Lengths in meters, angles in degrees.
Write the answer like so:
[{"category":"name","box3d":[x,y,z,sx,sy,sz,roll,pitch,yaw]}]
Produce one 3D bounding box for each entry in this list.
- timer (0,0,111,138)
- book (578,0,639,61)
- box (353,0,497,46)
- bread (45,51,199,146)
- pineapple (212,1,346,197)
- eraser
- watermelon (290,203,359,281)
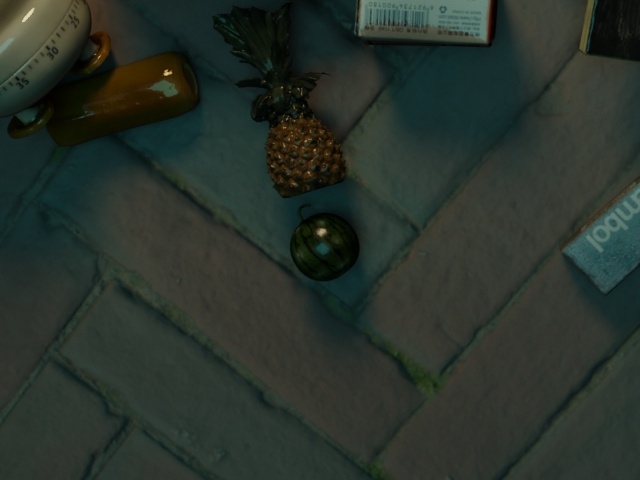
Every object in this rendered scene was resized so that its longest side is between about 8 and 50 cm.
[{"category":"timer","box3d":[-0.441,-0.292,1.723,0.233,0.233,0.240,-34,122,15]},{"category":"book","box3d":[0.535,-0.342,1.590,0.374,0.028,0.262,7,102,-6]},{"category":"box","box3d":[0.144,-0.307,1.665,0.182,0.133,0.099,4,102,8]},{"category":"bread","box3d":[-0.296,-0.200,1.803,0.239,0.074,0.092,-15,103,14]},{"category":"pineapple","box3d":[-0.056,-0.200,1.741,0.130,0.119,0.277,-6,103,57]},{"category":"eraser","box3d":[0.436,-0.026,1.710,0.092,0.046,0.212,45,106,0]},{"category":"watermelon","box3d":[0.002,0.006,1.774,0.109,0.109,0.109,2,102,11]}]
